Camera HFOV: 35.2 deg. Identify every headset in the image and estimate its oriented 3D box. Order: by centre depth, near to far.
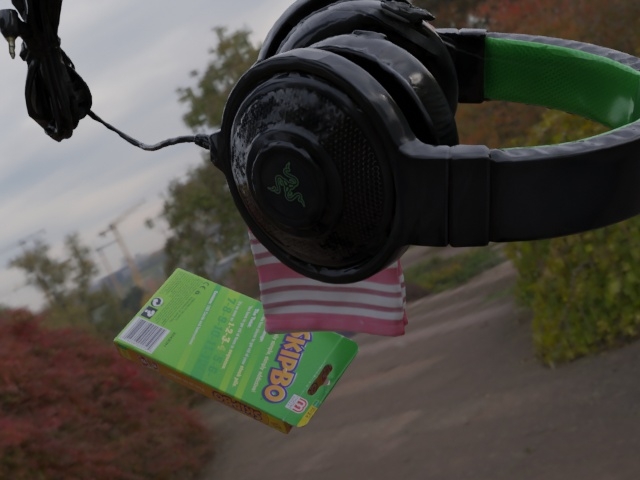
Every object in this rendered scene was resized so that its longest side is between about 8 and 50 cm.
[{"bbox_3d":[0.012,-0.098,0.600,0.393,0.185,0.243,0,26,8],"label":"headset"}]

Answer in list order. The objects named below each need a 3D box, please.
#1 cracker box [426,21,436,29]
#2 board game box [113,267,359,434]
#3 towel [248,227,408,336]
[{"bbox_3d":[0.064,-0.096,1.049,0.155,0.067,0.232,-38,-25,-21],"label":"cracker box"},{"bbox_3d":[-0.093,0.121,1.123,0.259,0.039,0.124,18,53,29],"label":"board game box"},{"bbox_3d":[0.000,0.000,0.926,0.144,0.197,0.029,-1,25,19],"label":"towel"}]
